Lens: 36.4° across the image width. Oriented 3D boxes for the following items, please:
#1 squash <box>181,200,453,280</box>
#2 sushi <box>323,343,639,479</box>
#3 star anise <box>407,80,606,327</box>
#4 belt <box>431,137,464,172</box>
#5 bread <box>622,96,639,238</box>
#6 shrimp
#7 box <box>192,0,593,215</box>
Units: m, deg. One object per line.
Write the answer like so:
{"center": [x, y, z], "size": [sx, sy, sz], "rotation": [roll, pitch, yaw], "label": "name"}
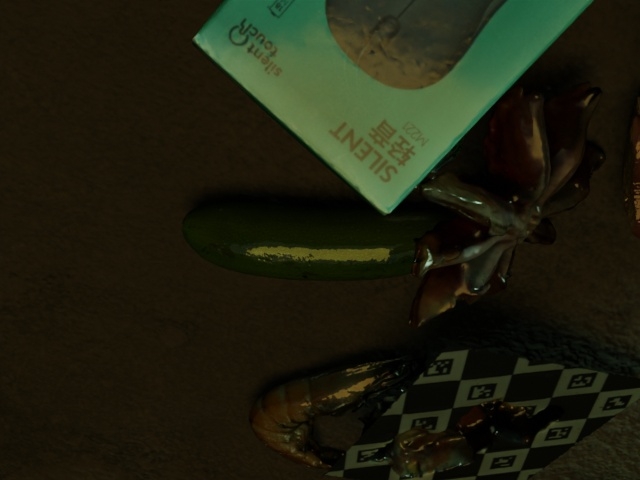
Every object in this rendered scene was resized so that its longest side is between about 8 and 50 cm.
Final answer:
{"center": [-0.001, 0.002, 1.020], "size": [0.292, 0.082, 0.082], "rotation": [2, 128, 5], "label": "squash"}
{"center": [0.187, 0.199, 1.145], "size": [0.294, 0.059, 0.292], "rotation": [15, 133, -27], "label": "sushi"}
{"center": [0.163, -0.029, 0.898], "size": [0.088, 0.288, 0.288], "rotation": [39, 134, 27], "label": "star anise"}
{"center": [0.064, -0.112, 0.887], "size": [0.151, 0.121, 0.079], "rotation": [27, 132, 26], "label": "belt"}
{"center": [0.349, -0.052, 0.942], "size": [0.192, 0.067, 0.119], "rotation": [26, 119, -15], "label": "bread"}
{"center": [0.049, 0.221, 1.217], "size": [0.262, 0.051, 0.198], "rotation": [-25, 129, 22], "label": "shrimp"}
{"center": [0.077, -0.197, 0.732], "size": [0.205, 0.118, 0.311], "rotation": [43, 103, -6], "label": "box"}
